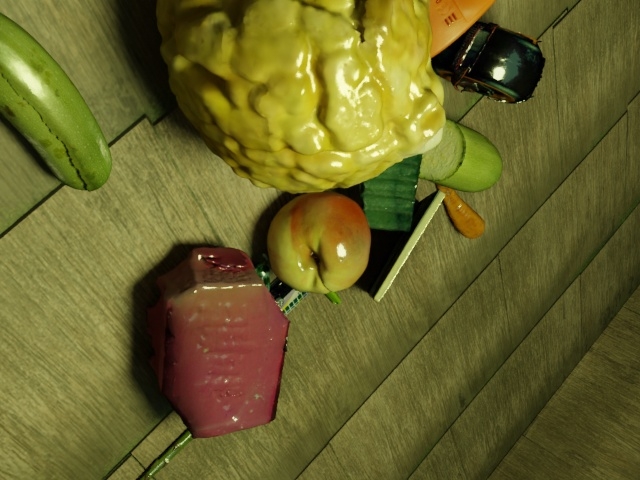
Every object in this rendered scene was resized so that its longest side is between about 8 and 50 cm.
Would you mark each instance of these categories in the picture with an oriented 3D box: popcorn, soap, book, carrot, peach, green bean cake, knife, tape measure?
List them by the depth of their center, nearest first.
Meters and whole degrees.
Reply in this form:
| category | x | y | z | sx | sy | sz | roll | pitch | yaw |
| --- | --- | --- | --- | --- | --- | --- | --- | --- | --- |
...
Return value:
| category | x | y | z | sx | sy | sz | roll | pitch | yaw |
| --- | --- | --- | --- | --- | --- | --- | --- | --- | --- |
| popcorn | -0.025 | -0.222 | 1.034 | 0.390 | 0.344 | 0.354 | 2 | 129 | -37 |
| soap | -0.163 | 0.162 | 1.276 | 0.220 | 0.127 | 0.324 | -8 | 119 | -31 |
| peach | 0.000 | 0.000 | 1.350 | 0.184 | 0.184 | 0.184 | -28 | 133 | -35 |
| green bean cake | 0.121 | -0.137 | 1.402 | 0.193 | 0.107 | 0.208 | -86 | 176 | -53 |
| tape measure | 0.304 | -0.329 | 1.461 | 0.223 | 0.202 | 0.135 | 4 | 108 | -56 |
| book | 0.155 | 0.013 | 1.523 | 0.228 | 0.018 | 0.322 | -58 | 179 | -1 |
| knife | 0.000 | 0.082 | 1.535 | 0.184 | 0.022 | 0.026 | 51 | 48 | -50 |
| carrot | 0.306 | -0.070 | 1.760 | 0.061 | 0.061 | 0.257 | -55 | 140 | -6 |

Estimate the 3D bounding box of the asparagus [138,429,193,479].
| category | x | y | z | sx | sy | sz | roll | pitch | yaw |
| --- | --- | --- | --- | --- | --- | --- | --- | --- | --- |
| asparagus | -0.282 | 0.393 | 1.416 | 0.248 | 0.024 | 0.025 | -42 | 97 | -22 |

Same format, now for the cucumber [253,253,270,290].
| category | x | y | z | sx | sy | sz | roll | pitch | yaw |
| --- | --- | --- | --- | --- | --- | --- | --- | --- | --- |
| cucumber | -0.125 | 0.130 | 1.396 | 0.056 | 0.056 | 0.250 | -12 | 123 | -45 |

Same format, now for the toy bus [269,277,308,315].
| category | x | y | z | sx | sy | sz | roll | pitch | yaw |
| --- | --- | --- | --- | --- | --- | --- | --- | --- | --- |
| toy bus | -0.062 | 0.096 | 1.446 | 0.102 | 0.052 | 0.058 | -43 | 142 | -19 |

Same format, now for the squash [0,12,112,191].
| category | x | y | z | sx | sy | sz | roll | pitch | yaw |
| --- | --- | --- | --- | --- | --- | --- | --- | --- | --- |
| squash | -0.335 | -0.173 | 0.916 | 0.094 | 0.094 | 0.341 | -47 | 141 | -17 |

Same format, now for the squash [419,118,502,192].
| category | x | y | z | sx | sy | sz | roll | pitch | yaw |
| --- | --- | --- | --- | --- | --- | --- | --- | --- | --- |
| squash | 0.292 | -0.167 | 1.621 | 0.247 | 0.132 | 0.132 | 7 | 108 | -53 |

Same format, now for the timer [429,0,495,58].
| category | x | y | z | sx | sy | sz | roll | pitch | yaw |
| --- | --- | --- | --- | --- | --- | --- | --- | --- | --- |
| timer | 0.143 | -0.419 | 1.297 | 0.250 | 0.161 | 0.257 | -46 | 144 | 7 |
